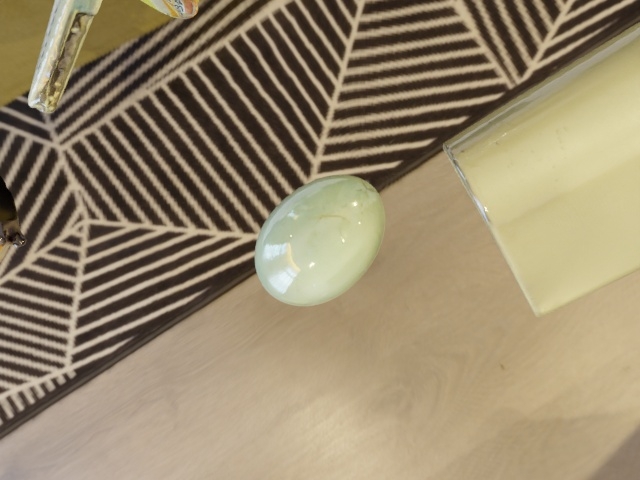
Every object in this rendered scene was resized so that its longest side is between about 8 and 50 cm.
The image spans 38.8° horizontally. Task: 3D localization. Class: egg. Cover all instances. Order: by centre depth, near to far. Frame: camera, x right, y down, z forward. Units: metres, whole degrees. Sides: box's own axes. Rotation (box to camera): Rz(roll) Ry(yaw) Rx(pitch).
[{"bbox_3d":[0.000,0.000,1.379,0.168,0.168,0.231,45,106,-1],"label":"egg"}]

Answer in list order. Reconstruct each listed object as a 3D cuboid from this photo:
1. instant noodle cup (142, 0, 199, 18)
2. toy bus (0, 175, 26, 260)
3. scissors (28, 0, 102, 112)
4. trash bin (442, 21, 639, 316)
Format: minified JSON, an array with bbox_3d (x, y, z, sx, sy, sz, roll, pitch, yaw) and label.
[{"bbox_3d":[-0.211,-0.425,1.248,0.205,0.205,0.153,35,77,0],"label":"instant noodle cup"},{"bbox_3d":[-0.363,-0.033,0.486,0.162,0.386,0.171,-52,52,8],"label":"toy bus"},{"bbox_3d":[-0.212,-0.245,0.824,0.138,0.041,0.289,46,120,40],"label":"scissors"},{"bbox_3d":[0.254,-0.063,0.774,0.247,0.243,0.121,-30,49,10],"label":"trash bin"}]
